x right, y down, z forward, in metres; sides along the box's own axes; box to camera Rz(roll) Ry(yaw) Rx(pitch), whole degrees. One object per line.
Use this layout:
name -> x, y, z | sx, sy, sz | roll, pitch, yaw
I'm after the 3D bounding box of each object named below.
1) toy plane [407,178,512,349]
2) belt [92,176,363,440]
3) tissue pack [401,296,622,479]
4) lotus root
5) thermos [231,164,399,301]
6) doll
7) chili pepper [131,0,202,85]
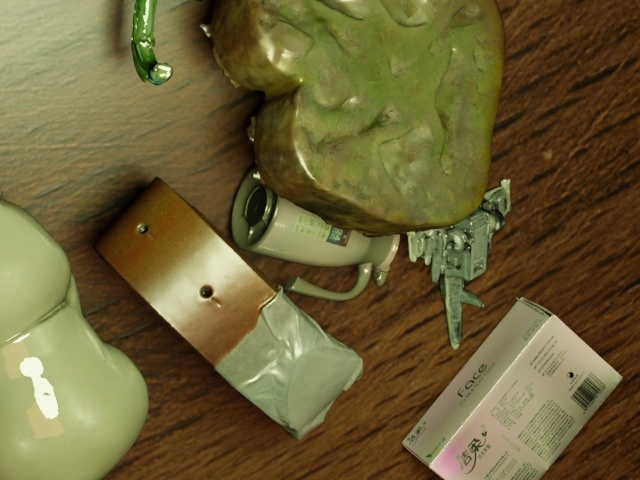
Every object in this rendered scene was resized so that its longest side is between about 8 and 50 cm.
toy plane -> 0.174, 0.021, 2.029 | 0.192, 0.088, 0.262 | -27, 118, -39
belt -> -0.098, 0.077, 1.868 | 0.122, 0.217, 0.338 | -46, 116, -4
tissue pack -> 0.239, 0.211, 2.097 | 0.148, 0.092, 0.246 | 42, 87, -26
lotus root -> 0.060, -0.192, 1.859 | 0.375, 0.111, 0.390 | -33, 97, -38
thermos -> 0.000, 0.000, 1.946 | 0.193, 0.105, 0.137 | 17, 76, -32
doll -> -0.334, 0.120, 1.803 | 0.215, 0.226, 0.370 | -19, 102, 17
chili pepper -> -0.177, -0.301, 1.764 | 0.165, 0.174, 0.261 | 18, 93, -22
